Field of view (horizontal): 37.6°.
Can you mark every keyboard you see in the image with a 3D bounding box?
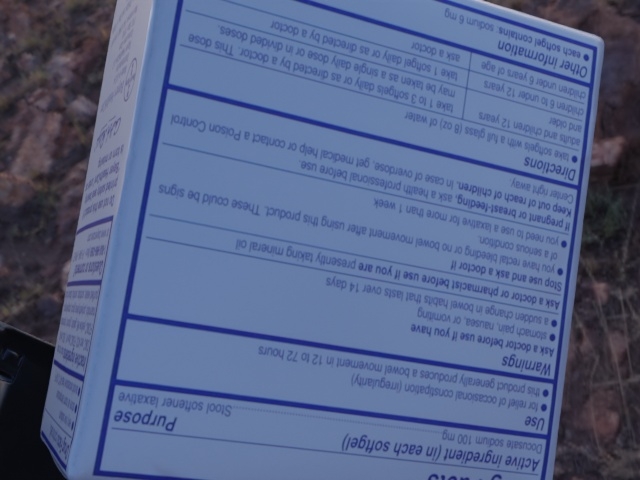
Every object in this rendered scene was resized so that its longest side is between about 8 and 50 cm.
[{"bbox_3d":[-0.136,0.147,0.760,0.033,0.317,0.201,-23,45,46],"label":"keyboard"}]

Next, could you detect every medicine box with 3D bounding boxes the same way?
[{"bbox_3d":[0.000,0.000,0.547,0.149,0.264,0.289,173,107,-68],"label":"medicine box"}]
